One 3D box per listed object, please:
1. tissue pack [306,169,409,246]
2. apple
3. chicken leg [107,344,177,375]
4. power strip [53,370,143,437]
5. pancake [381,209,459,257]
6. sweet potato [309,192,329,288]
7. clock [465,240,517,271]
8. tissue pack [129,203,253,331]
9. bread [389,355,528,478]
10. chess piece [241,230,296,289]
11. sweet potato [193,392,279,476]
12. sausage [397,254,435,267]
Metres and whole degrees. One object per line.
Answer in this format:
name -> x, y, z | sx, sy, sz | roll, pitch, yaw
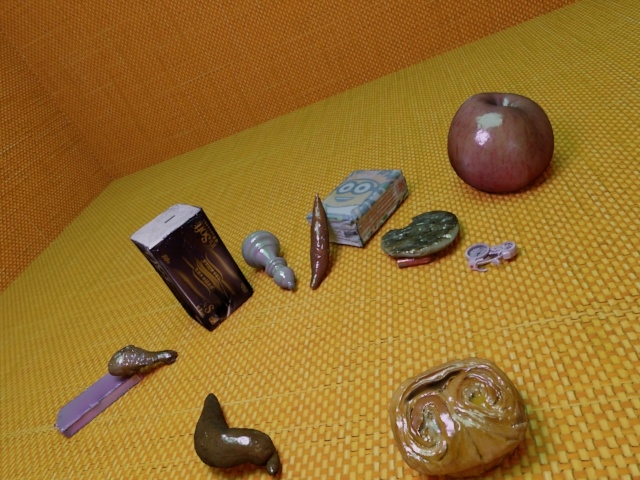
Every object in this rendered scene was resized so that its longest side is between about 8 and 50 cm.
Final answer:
tissue pack -> 0.132, -0.123, 1.569 | 0.228, 0.128, 0.311 | 9, 44, 45
apple -> 0.550, -0.320, 1.402 | 0.344, 0.269, 0.345 | -19, 31, 12
chicken leg -> -0.537, 0.357, 1.366 | 0.197, 0.069, 0.085 | -5, 36, -15
power strip -> -0.671, 0.471, 1.371 | 0.279, 0.038, 0.109 | -39, 34, -20
pancake -> 0.297, -0.017, 1.340 | 0.253, 0.037, 0.254 | -20, 23, 9
sweet potato -> 0.000, 0.000, 1.434 | 0.072, 0.066, 0.315 | -5, 75, 28
clock -> 0.441, 0.038, 1.170 | 0.129, 0.041, 0.087 | -11, 30, 34
tissue pack -> -0.405, 0.076, 1.440 | 0.210, 0.370, 0.198 | -41, 35, -22
bread -> 0.245, 0.318, 0.822 | 0.236, 0.120, 0.198 | -23, 32, 5
chess piece -> -0.154, 0.084, 1.501 | 0.139, 0.139, 0.271 | -34, 43, -11
sweet potato -> -0.213, 0.445, 1.006 | 0.124, 0.098, 0.310 | -23, 21, -38
sausage -> 0.272, 0.055, 1.283 | 0.107, 0.031, 0.031 | -11, 34, 25
